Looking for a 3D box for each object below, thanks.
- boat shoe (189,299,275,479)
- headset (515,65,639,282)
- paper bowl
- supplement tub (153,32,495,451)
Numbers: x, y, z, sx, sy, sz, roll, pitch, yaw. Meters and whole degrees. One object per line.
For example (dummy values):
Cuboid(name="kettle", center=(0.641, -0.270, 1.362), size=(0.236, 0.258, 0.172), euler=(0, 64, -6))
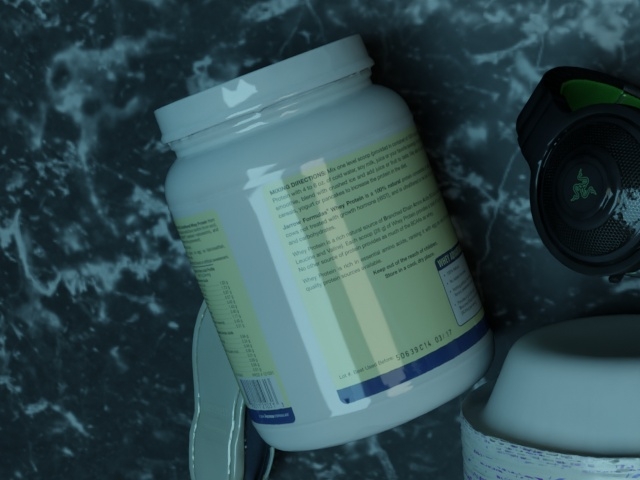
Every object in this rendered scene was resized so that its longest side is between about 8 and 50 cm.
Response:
Cuboid(name="boat shoe", center=(-0.072, 0.142, 1.512), size=(0.095, 0.079, 0.255), euler=(11, 101, 39))
Cuboid(name="headset", center=(0.268, 0.009, 1.153), size=(0.243, 0.394, 0.185), euler=(21, 116, -18))
Cuboid(name="paper bowl", center=(0.259, 0.150, 1.249), size=(0.284, 0.284, 0.148), euler=(0, 100, 25))
Cuboid(name="supplement tub", center=(0.000, 0.000, 1.351), size=(0.235, 0.235, 0.325), euler=(-17, 97, 28))
